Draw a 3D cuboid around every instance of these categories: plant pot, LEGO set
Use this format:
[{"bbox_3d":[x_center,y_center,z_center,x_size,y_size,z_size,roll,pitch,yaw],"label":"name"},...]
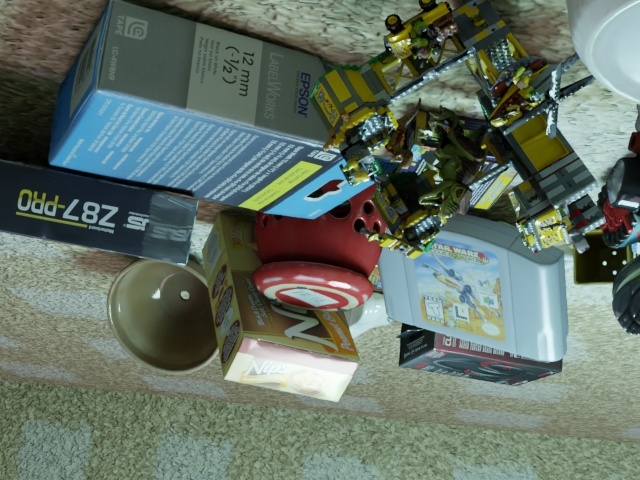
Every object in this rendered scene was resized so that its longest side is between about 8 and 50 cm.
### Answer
[{"bbox_3d":[-0.272,0.123,1.927,0.237,0.237,0.110,2,-158,16],"label":"plant pot"},{"bbox_3d":[0.151,-0.066,1.008,0.255,0.192,0.331,-27,150,-2],"label":"LEGO set"},{"bbox_3d":[0.424,0.028,1.507,0.081,0.081,0.083,-4,171,30],"label":"plant pot"},{"bbox_3d":[0.000,0.000,1.432,0.191,0.174,0.191,5,160,2],"label":"plant pot"}]

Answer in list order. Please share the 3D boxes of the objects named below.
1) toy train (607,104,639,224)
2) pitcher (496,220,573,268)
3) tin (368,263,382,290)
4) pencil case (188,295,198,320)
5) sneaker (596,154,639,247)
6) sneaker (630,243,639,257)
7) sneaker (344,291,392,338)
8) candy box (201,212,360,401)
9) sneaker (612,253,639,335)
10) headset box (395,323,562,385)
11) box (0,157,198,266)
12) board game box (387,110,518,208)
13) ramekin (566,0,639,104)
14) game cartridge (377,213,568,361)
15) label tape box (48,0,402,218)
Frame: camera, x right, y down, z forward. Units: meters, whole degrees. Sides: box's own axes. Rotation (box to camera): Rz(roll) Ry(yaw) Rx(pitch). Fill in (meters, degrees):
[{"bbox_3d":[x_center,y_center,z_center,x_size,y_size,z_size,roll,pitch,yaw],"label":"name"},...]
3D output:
[{"bbox_3d":[0.462,-0.070,1.023,0.334,0.190,0.142,12,-169,1],"label":"toy train"},{"bbox_3d":[0.277,0.054,1.585,0.178,0.125,0.207,8,151,-26],"label":"pitcher"},{"bbox_3d":[0.095,0.044,1.745,0.106,0.040,0.190,3,162,-1],"label":"tin"},{"bbox_3d":[-0.150,0.141,2.030,0.236,0.104,0.104,6,162,5],"label":"pencil case"},{"bbox_3d":[0.435,-0.067,1.224,0.125,0.104,0.262,-7,169,-13],"label":"sneaker"},{"bbox_3d":[0.482,0.011,1.473,0.058,0.052,0.135,-6,159,23],"label":"sneaker"},{"bbox_3d":[0.094,0.154,2.029,0.094,0.080,0.212,0,163,-18],"label":"sneaker"},{"bbox_3d":[-0.068,0.094,1.551,0.183,0.316,0.087,14,120,-22],"label":"candy box"},{"bbox_3d":[0.498,0.010,1.297,0.300,0.111,0.121,-26,-163,9],"label":"sneaker"},{"bbox_3d":[0.298,0.200,2.017,0.293,0.110,0.218,11,162,-12],"label":"headset box"},{"bbox_3d":[-0.351,-0.047,1.384,0.318,0.097,0.395,10,179,-16],"label":"box"},{"bbox_3d":[0.166,-0.097,1.269,0.141,0.048,0.170,7,162,-6],"label":"board game box"},{"bbox_3d":[0.313,-0.197,0.780,0.273,0.127,0.273,6,162,2],"label":"ramekin"},{"bbox_3d":[0.210,0.055,1.480,0.297,0.062,0.198,13,133,35],"label":"game cartridge"},{"bbox_3d":[-0.110,-0.133,1.169,0.347,0.115,0.249,10,162,-23],"label":"label tape box"}]
